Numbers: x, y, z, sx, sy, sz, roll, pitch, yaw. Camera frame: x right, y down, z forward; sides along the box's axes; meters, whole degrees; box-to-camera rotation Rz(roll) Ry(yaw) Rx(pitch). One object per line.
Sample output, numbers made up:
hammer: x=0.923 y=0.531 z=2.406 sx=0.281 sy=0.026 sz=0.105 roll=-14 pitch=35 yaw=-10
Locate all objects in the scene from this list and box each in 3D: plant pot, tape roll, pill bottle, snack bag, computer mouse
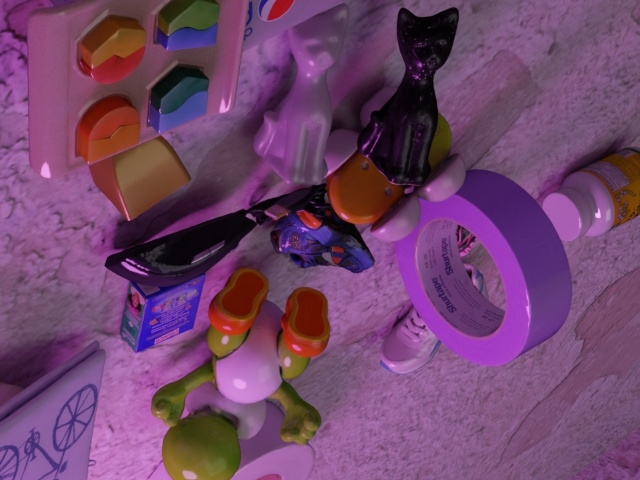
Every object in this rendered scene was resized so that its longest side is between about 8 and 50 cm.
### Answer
plant pot: x=-0.197 y=-0.089 z=1.362 sx=0.081 sy=0.081 sz=0.083 roll=-36 pitch=141 yaw=-14
tape roll: x=-0.148 y=0.390 z=2.107 sx=0.286 sy=0.100 sz=0.286 roll=-32 pitch=152 yaw=-19
pill bottle: x=0.481 y=-0.075 z=2.253 sx=0.208 sy=0.117 sz=0.117 roll=-24 pitch=148 yaw=-32
snack bag: x=-0.368 y=0.322 z=1.557 sx=0.323 sy=0.037 sz=0.342 roll=-40 pitch=148 yaw=-55
tape roll: x=0.231 y=0.040 z=1.907 sx=0.090 sy=0.275 sz=0.275 roll=-24 pitch=148 yaw=-32
computer mouse: x=-0.107 y=0.000 z=1.527 sx=0.262 sy=0.060 sz=0.184 roll=-22 pitch=-175 yaw=-36

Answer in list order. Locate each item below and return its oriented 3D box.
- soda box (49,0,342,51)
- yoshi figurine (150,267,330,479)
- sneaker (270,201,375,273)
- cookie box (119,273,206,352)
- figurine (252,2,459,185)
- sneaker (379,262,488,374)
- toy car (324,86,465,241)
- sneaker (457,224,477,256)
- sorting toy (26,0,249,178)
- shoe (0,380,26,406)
soda box: x=-0.109 y=-0.231 z=1.250 sx=0.286 sy=0.091 sz=0.098 roll=-31 pitch=150 yaw=-22
yoshi figurine: x=-0.119 y=0.218 z=1.793 sx=0.203 sy=0.203 sz=0.362 roll=-17 pitch=148 yaw=-36
sneaker: x=0.000 y=0.000 z=1.775 sx=0.087 sy=0.083 sz=0.221 roll=-34 pitch=150 yaw=13
cookie box: x=-0.198 y=0.080 z=1.647 sx=0.092 sy=0.040 sz=0.107 roll=-23 pitch=147 yaw=-34
figurine: x=0.043 y=-0.173 z=1.496 sx=0.215 sy=0.092 sz=0.209 roll=-1 pitch=125 yaw=-19
sneaker: x=0.181 y=0.126 z=2.194 sx=0.228 sy=0.087 sz=0.092 roll=-43 pitch=147 yaw=-15
toy car: x=0.084 y=-0.097 z=1.681 sx=0.182 sy=0.159 sz=0.136 roll=-42 pitch=-172 yaw=-2
sneaker: x=0.235 y=-0.026 z=2.082 sx=0.057 sy=0.047 sz=0.119 roll=16 pitch=118 yaw=-47
sorting toy: x=-0.156 y=-0.149 z=1.162 sx=0.208 sy=0.038 sz=0.193 roll=-23 pitch=147 yaw=-28
shoe: x=-0.388 y=0.237 z=1.616 sx=0.219 sy=0.058 sz=0.076 roll=110 pitch=6 yaw=-49
